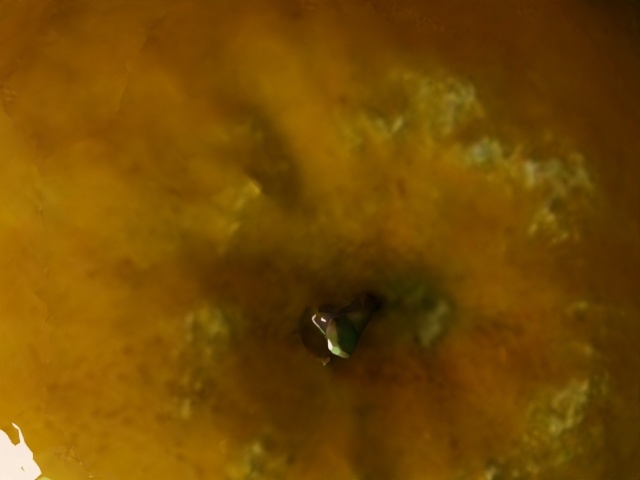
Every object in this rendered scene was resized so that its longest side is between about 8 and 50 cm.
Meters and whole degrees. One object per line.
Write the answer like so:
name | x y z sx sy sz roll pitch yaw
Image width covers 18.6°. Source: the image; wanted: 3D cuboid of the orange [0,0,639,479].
orange | -0.011 0.014 0.595 0.279 0.279 0.235 33 175 -14
